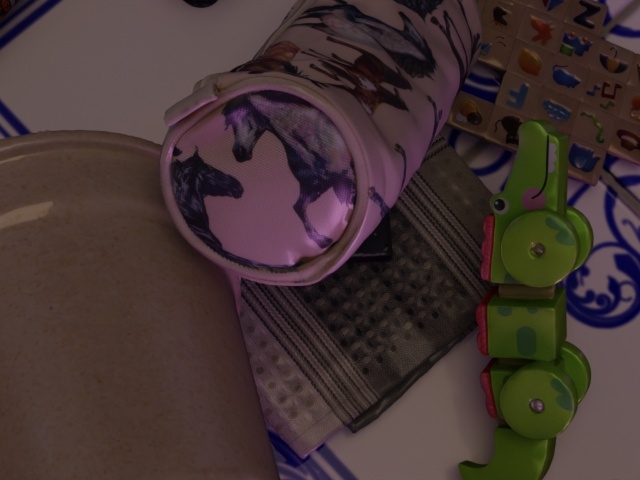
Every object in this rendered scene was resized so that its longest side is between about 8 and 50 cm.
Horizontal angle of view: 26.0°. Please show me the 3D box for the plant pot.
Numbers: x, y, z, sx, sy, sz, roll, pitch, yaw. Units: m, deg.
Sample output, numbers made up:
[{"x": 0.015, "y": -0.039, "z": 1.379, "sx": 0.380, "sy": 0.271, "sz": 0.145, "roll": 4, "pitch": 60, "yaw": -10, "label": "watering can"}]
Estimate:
[{"x": -0.169, "y": 0.142, "z": 1.025, "sx": 0.334, "sy": 0.333, "sz": 0.305, "roll": -20, "pitch": 47, "yaw": -10, "label": "plant pot"}]

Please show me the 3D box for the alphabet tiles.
[{"x": 0.221, "y": -0.165, "z": 1.356, "sx": 0.237, "sy": 0.009, "sz": 0.198, "roll": 22, "pitch": 66, "yaw": -3, "label": "alphabet tiles"}]

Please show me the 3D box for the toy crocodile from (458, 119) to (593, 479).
[{"x": 0.180, "y": 0.062, "z": 1.221, "sx": 0.105, "sy": 0.115, "sz": 0.340, "roll": 3, "pitch": 101, "yaw": 18, "label": "toy crocodile"}]

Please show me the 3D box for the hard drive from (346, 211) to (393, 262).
[{"x": 0.014, "y": -0.046, "z": 1.269, "sx": 0.094, "sy": 0.022, "sz": 0.135, "roll": -2, "pitch": 72, "yaw": -7, "label": "hard drive"}]

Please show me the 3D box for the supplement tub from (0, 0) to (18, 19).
[{"x": -0.326, "y": -0.255, "z": 1.298, "sx": 0.106, "sy": 0.106, "sz": 0.198, "roll": 37, "pitch": 76, "yaw": 5, "label": "supplement tub"}]

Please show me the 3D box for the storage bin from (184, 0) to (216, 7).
[{"x": -0.145, "y": -0.330, "z": 1.345, "sx": 0.180, "sy": 0.084, "sz": 0.122, "roll": 37, "pitch": 75, "yaw": 6, "label": "storage bin"}]

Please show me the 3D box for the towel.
[{"x": 0.000, "y": 0.000, "z": 1.294, "sx": 0.312, "sy": 0.056, "sz": 0.324, "roll": -36, "pitch": 79, "yaw": -16, "label": "towel"}]

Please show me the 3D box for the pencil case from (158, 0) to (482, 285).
[{"x": 0.010, "y": -0.123, "z": 1.119, "sx": 0.183, "sy": 0.160, "sz": 0.410, "roll": 46, "pitch": 31, "yaw": -8, "label": "pencil case"}]
